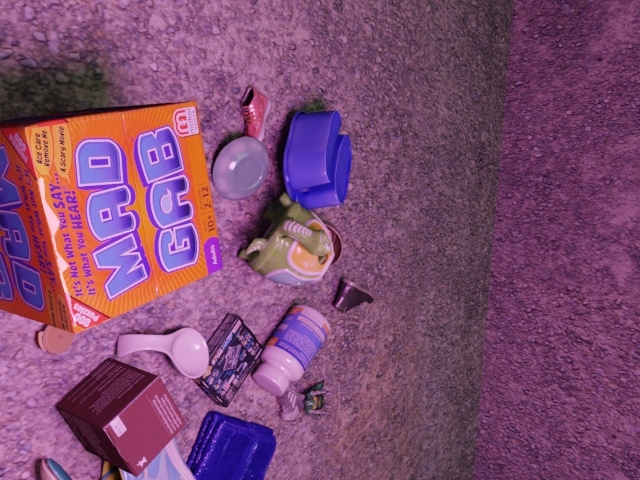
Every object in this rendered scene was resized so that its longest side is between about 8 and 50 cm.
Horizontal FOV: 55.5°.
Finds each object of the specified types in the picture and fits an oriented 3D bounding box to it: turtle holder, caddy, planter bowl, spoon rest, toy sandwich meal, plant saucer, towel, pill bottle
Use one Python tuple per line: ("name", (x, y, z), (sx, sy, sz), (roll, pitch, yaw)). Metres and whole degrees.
("turtle holder", (-0.069, 0.003, 1.762), (0.227, 0.320, 0.243), (35, 43, -10))
("caddy", (-0.023, -0.251, 1.906), (0.241, 0.179, 0.341), (62, 31, -50))
("planter bowl", (0.000, 0.000, 2.019), (0.109, 0.162, 0.162), (-65, 148, -67))
("spoon rest", (-0.389, 0.286, 1.584), (0.276, 0.084, 0.137), (22, 55, -50))
("toy sandwich meal", (-0.595, 0.216, 1.367), (0.086, 0.029, 0.085), (-7, 99, -56))
("plant saucer", (-0.215, -0.197, 1.736), (0.195, 0.037, 0.194), (-24, 130, -32))
("towel", (-0.259, 0.652, 1.829), (0.308, 0.076, 0.227), (39, 64, -48))
("pill bottle", (-0.095, 0.349, 1.934), (0.272, 0.152, 0.152), (-53, 133, -33))

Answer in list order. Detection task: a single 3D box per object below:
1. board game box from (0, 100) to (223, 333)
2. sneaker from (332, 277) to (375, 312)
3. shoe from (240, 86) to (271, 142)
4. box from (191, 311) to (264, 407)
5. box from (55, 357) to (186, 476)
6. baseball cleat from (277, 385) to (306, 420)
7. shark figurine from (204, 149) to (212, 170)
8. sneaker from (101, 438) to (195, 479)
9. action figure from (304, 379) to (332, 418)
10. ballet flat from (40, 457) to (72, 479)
("board game box", (-0.467, -0.073, 1.215), (0.356, 0.357, 0.356), (-25, 115, -48))
("sneaker", (0.118, 0.221, 2.266), (0.222, 0.083, 0.118), (34, 84, -53))
("shoe", (-0.201, -0.354, 1.764), (0.081, 0.064, 0.177), (34, 64, -47))
("box", (-0.272, 0.351, 1.785), (0.220, 0.051, 0.175), (-57, 135, -30))
("box", (-0.464, 0.406, 1.421), (0.167, 0.203, 0.168), (-45, 129, -40))
("baseball cleat", (-0.111, 0.530, 2.005), (0.206, 0.072, 0.109), (47, 58, -44))
("shark figurine", (-0.364, -0.192, 1.522), (0.166, 0.278, 0.116), (-42, 91, -5))
("sneaker", (-0.444, 0.625, 1.550), (0.208, 0.127, 0.318), (-38, 115, -45))
("action figure", (-0.011, 0.555, 2.096), (0.232, 0.064, 0.137), (33, 57, -71))
("ballet flat", (-0.584, 0.594, 1.404), (0.086, 0.086, 0.248), (-56, 136, -31))
